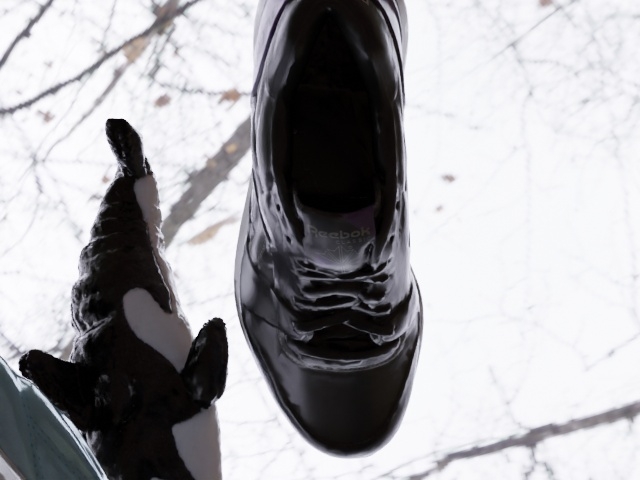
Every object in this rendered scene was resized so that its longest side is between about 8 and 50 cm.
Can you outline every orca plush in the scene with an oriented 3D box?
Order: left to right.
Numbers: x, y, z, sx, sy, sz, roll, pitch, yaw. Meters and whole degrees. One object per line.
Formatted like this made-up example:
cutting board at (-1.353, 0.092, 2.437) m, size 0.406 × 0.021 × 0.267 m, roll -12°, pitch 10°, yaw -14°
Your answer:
orca plush at (-0.132, 0.063, 0.849) m, size 0.102 × 0.151 × 0.287 m, roll 3°, pitch -102°, yaw -32°

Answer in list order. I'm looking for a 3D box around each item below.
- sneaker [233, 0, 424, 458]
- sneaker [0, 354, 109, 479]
sneaker at (0.000, 0.000, 0.709) m, size 0.107 × 0.124 × 0.283 m, roll -4°, pitch -71°, yaw 2°
sneaker at (-0.192, 0.081, 0.599) m, size 0.135 × 0.150 × 0.366 m, roll -33°, pitch -88°, yaw 0°
